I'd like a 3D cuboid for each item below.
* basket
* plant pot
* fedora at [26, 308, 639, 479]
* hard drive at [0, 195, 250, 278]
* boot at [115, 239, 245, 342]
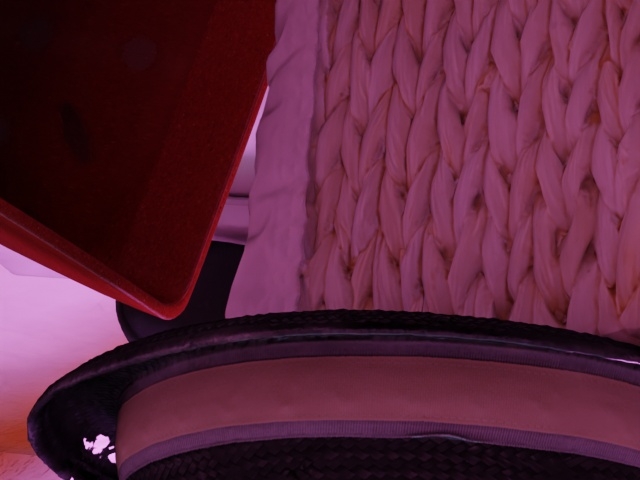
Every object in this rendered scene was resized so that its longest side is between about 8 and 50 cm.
[{"bbox_3d":[0.168,-0.043,0.781,0.266,0.331,0.328,-10,154,39],"label":"basket"},{"bbox_3d":[-0.180,-0.145,0.774,0.235,0.267,0.267,13,166,28],"label":"plant pot"},{"bbox_3d":[0.037,0.146,0.652,0.334,0.153,0.334,3,155,2],"label":"fedora"},{"bbox_3d":[-0.188,-0.001,1.530,0.307,0.040,0.203,4,162,13],"label":"hard drive"},{"bbox_3d":[0.002,0.000,1.202,0.367,0.146,0.445,18,153,8],"label":"boot"}]
